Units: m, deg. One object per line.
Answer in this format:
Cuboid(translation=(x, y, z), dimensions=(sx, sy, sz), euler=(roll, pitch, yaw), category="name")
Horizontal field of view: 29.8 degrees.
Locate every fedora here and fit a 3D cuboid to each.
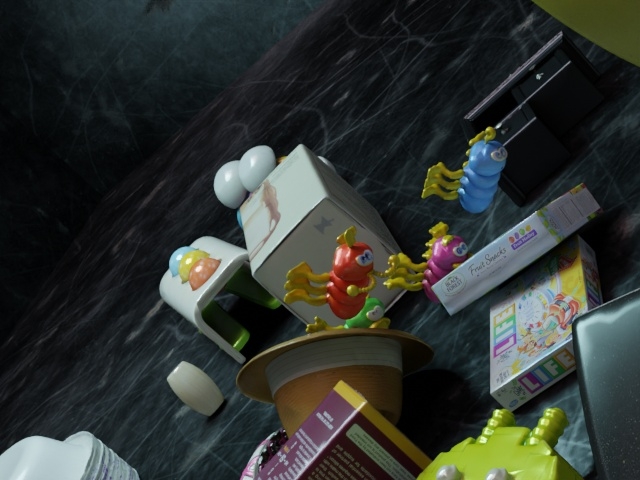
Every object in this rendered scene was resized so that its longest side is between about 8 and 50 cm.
Cuboid(translation=(0.017, 0.146, 1.127), dimensions=(0.194, 0.194, 0.079), euler=(-32, 55, 41), category="fedora")

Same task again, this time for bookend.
Cuboid(translation=(0.241, -0.137, 1.322), dimensions=(0.156, 0.072, 0.157), euler=(-41, 17, 16), category="bookend")

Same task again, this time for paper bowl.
Cuboid(translation=(-0.378, 0.368, 1.543), dimensions=(0.284, 0.148, 0.284), euler=(-41, 18, 16), category="paper bowl")

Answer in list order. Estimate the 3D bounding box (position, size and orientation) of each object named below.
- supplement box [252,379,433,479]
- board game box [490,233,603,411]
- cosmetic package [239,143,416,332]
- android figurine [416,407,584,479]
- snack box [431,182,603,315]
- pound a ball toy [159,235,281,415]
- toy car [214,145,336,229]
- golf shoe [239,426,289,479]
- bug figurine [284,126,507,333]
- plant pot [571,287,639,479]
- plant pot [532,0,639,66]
Cuboid(translation=(0.000, 0.225, 0.996), dimensions=(0.188, 0.104, 0.081), euler=(-48, 15, -5), category="supplement box")
Cuboid(translation=(0.192, 0.068, 1.028), dimensions=(0.103, 0.026, 0.154), euler=(-39, 17, 24), category="board game box")
Cuboid(translation=(0.000, 0.000, 1.468), dimensions=(0.129, 0.153, 0.296), euler=(-46, 14, 7), category="cosmetic package")
Cuboid(translation=(0.091, 0.231, 0.844), dimensions=(0.273, 0.056, 0.248), euler=(-55, 17, -22), category="android figurine")
Cuboid(translation=(0.181, 0.008, 1.106), dimensions=(0.141, 0.037, 0.100), euler=(-40, -9, 39), category="snack box")
Cuboid(translation=(-0.164, 0.099, 1.673), dimensions=(0.208, 0.136, 0.319), euler=(-48, 15, -7), category="pound a ball toy")
Cuboid(translation=(-0.069, -0.061, 1.857), dimensions=(0.182, 0.159, 0.136), euler=(-23, 65, 54), category="toy car")
Cuboid(translation=(-0.062, 0.255, 1.149), dimensions=(0.086, 0.067, 0.186), euler=(-35, 19, 39), category="golf shoe")
Cuboid(translation=(0.086, 0.018, 1.153), dimensions=(0.279, 0.072, 0.216), euler=(-37, -28, -30), category="bug figurine")
Cuboid(translation=(0.239, 0.116, 0.543), dimensions=(0.187, 0.188, 0.167), euler=(-31, 35, 42), category="plant pot")
Cuboid(translation=(0.357, -0.290, 1.188), dimensions=(0.212, 0.187, 0.212), euler=(-55, 18, -27), category="plant pot")
